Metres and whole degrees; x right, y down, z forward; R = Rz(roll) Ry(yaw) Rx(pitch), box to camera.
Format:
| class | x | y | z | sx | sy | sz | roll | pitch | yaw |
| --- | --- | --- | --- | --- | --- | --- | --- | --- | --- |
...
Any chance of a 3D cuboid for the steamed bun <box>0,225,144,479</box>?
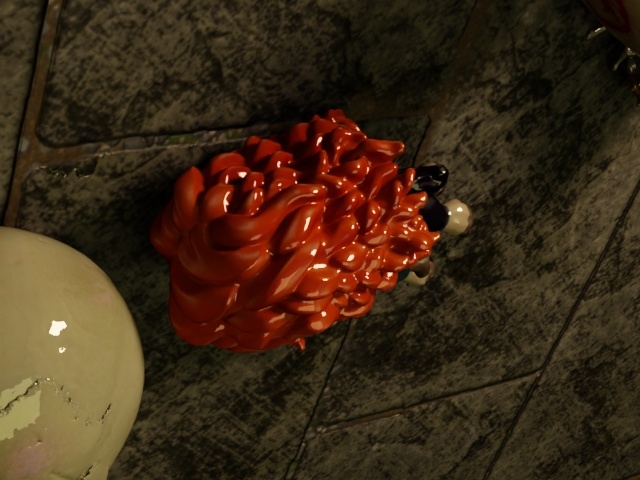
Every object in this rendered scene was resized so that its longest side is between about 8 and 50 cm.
| class | x | y | z | sx | sy | sz | roll | pitch | yaw |
| --- | --- | --- | --- | --- | --- | --- | --- | --- | --- |
| steamed bun | -0.327 | 0.153 | 1.388 | 0.334 | 0.233 | 0.312 | 1 | 129 | -44 |

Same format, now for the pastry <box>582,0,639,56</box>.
| class | x | y | z | sx | sy | sz | roll | pitch | yaw |
| --- | --- | --- | --- | --- | --- | --- | --- | --- | --- |
| pastry | 0.334 | -0.301 | 1.453 | 0.133 | 0.265 | 0.265 | -40 | 145 | 1 |

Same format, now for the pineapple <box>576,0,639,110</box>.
| class | x | y | z | sx | sy | sz | roll | pitch | yaw |
| --- | --- | --- | --- | --- | --- | --- | --- | --- | --- |
| pineapple | 0.415 | -0.250 | 1.689 | 0.169 | 0.169 | 0.340 | -44 | 138 | 7 |

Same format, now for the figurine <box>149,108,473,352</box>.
| class | x | y | z | sx | sy | sz | roll | pitch | yaw |
| --- | --- | --- | --- | --- | --- | --- | --- | --- | --- |
| figurine | 0.000 | 0.003 | 1.557 | 0.306 | 0.241 | 0.412 | -23 | 167 | 17 |
